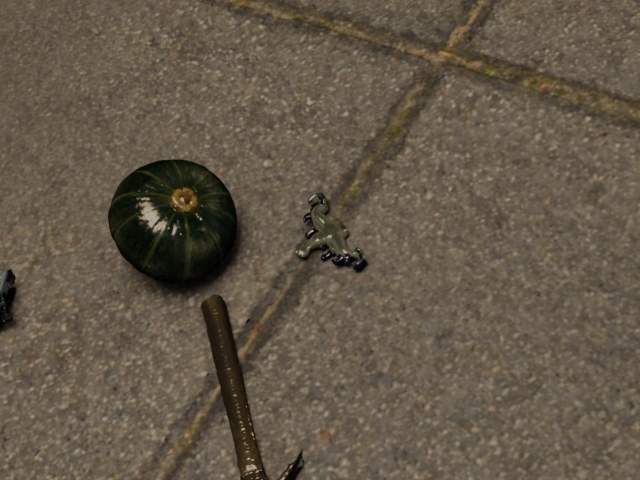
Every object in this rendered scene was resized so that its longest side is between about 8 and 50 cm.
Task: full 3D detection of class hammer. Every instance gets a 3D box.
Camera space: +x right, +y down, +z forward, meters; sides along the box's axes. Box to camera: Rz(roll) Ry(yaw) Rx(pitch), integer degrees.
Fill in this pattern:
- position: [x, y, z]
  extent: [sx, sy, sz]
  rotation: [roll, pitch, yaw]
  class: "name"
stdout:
- position: [-0.103, 0.189, 1.481]
  extent: [0.125, 0.027, 0.297]
  rotation: [-19, 52, 1]
  class: "hammer"

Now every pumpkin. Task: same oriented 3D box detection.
- position: [-0.191, -0.025, 1.592]
  extent: [0.167, 0.125, 0.167]
  rotation: [18, 54, -27]
  class: "pumpkin"

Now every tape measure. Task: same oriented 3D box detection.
- position: [-0.453, 0.084, 1.629]
  extent: [0.094, 0.054, 0.091]
  rotation: [-13, 47, 3]
  class: "tape measure"

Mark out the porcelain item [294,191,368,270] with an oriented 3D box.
- position: [0.000, 0.000, 1.593]
  extent: [0.075, 0.021, 0.136]
  rotation: [-28, 53, -7]
  class: "porcelain item"
